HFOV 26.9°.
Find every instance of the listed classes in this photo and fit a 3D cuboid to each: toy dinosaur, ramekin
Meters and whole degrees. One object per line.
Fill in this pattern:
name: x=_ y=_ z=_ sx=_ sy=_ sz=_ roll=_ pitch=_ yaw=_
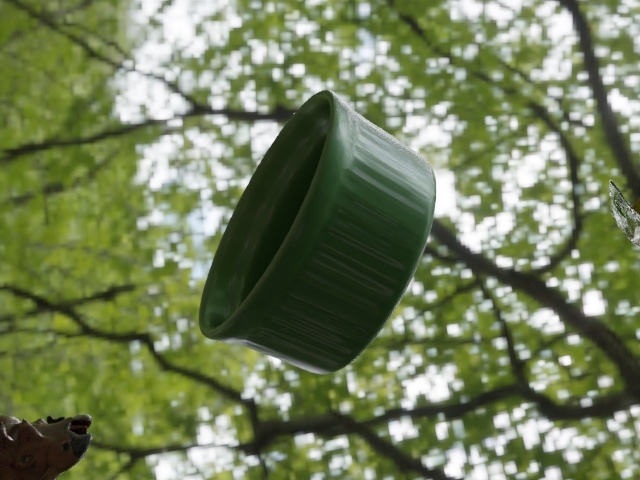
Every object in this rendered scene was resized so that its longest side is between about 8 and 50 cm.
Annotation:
toy dinosaur: x=-0.300 y=0.240 z=1.214 sx=0.200 sy=0.127 sz=0.296 roll=-98 pitch=-154 yaw=-60
ramekin: x=0.000 y=0.000 z=1.483 sx=0.303 sy=0.148 sz=0.303 roll=-55 pitch=-163 yaw=26

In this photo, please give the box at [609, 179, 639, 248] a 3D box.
box: x=0.278 y=0.013 z=0.923 sx=0.179 sy=0.105 sz=0.043 roll=37 pitch=-93 yaw=18
